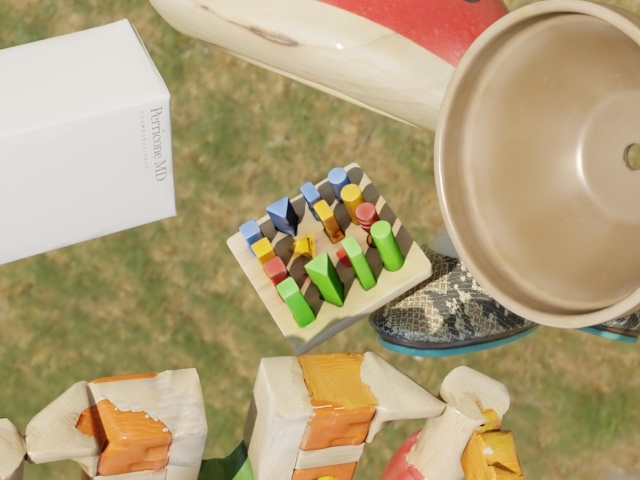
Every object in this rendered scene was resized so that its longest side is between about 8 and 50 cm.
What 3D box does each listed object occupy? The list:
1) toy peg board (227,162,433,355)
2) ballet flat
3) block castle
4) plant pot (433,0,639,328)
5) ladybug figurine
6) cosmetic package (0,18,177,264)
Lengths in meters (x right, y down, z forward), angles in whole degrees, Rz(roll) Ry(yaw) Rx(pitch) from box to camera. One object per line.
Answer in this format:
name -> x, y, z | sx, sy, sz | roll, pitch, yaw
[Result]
toy peg board -> 0.000, 0.000, 1.444 | 0.160, 0.161, 0.079 | 56, 175, 34
ballet flat -> 0.235, 0.027, 1.633 | 0.164, 0.483, 0.182 | 18, 102, 42
block castle -> -0.052, 0.271, 1.060 | 0.453, 0.303, 0.213 | -5, 142, -17
plant pot -> 0.206, -0.059, 1.071 | 0.237, 0.110, 0.237 | 9, 102, 48
ladybug figurine -> 0.030, -0.232, 1.499 | 0.449, 0.162, 0.305 | 24, -176, 23
cosmetic package -> -0.355, -0.092, 1.594 | 0.365, 0.155, 0.197 | -16, 139, -16
